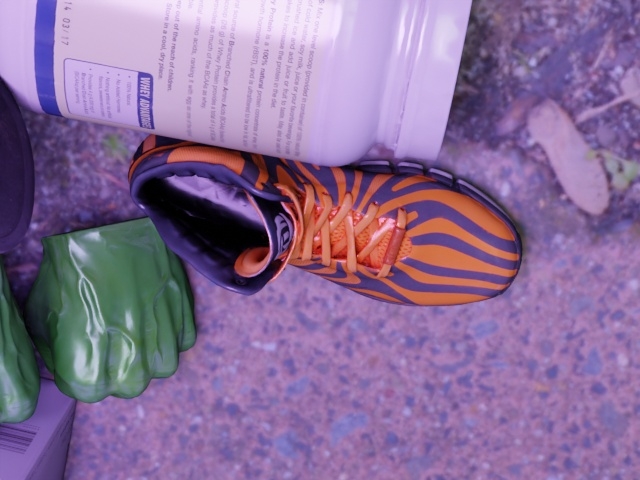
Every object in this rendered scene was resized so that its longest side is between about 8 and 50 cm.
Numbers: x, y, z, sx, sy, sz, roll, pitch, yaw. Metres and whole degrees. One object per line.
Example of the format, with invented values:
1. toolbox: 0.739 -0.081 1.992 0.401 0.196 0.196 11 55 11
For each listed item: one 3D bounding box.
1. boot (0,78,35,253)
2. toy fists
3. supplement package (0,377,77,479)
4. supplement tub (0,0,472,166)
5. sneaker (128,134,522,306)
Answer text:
1. boot: -0.348 -0.054 1.203 0.280 0.096 0.264 -37 87 39
2. toy fists: -0.228 0.071 1.311 0.279 0.096 0.142 -12 93 -34
3. supplement package: -0.327 0.205 1.325 0.204 0.262 0.145 13 107 1
4. supplement tub: -0.056 -0.184 1.205 0.324 0.235 0.235 11 107 1
5. sneaker: 0.000 0.000 1.281 0.321 0.180 0.125 14 107 1
